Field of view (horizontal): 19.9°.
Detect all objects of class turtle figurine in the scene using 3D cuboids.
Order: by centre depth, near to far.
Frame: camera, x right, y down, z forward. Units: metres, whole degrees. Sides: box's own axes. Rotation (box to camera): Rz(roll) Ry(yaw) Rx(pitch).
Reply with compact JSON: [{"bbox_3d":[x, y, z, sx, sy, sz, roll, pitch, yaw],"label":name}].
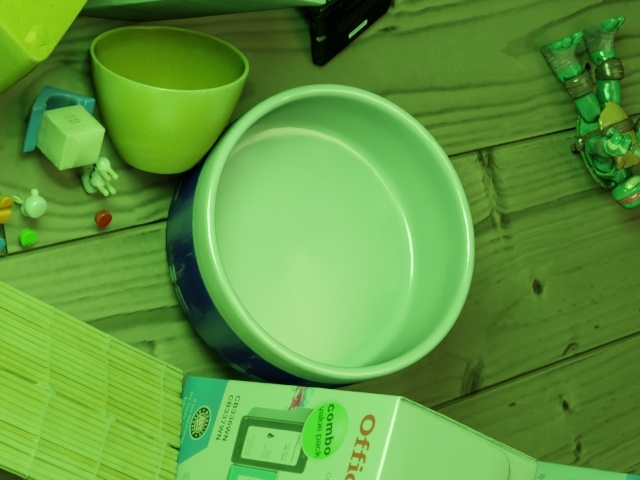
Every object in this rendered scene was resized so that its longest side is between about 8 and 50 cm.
[{"bbox_3d":[0.329,-0.121,2.003,0.175,0.118,0.234,-27,94,-56],"label":"turtle figurine"}]

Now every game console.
[{"bbox_3d":[0.009,-0.248,1.760,0.122,0.071,0.107,-43,149,-35],"label":"game console"}]

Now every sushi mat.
[{"bbox_3d":[-0.231,0.124,1.499,0.316,0.019,0.151,32,52,-41],"label":"sushi mat"}]

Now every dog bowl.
[{"bbox_3d":[0.000,0.000,1.629,0.265,0.104,0.265,6,76,-25],"label":"dog bowl"}]

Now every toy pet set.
[{"bbox_3d":[-0.229,-0.063,1.511,0.122,0.065,0.114,-14,135,-41],"label":"toy pet set"}]

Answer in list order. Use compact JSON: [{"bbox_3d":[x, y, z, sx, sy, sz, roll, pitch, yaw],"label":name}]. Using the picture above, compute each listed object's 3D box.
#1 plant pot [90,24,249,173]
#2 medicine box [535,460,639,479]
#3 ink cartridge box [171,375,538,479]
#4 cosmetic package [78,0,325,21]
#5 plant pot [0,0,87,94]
[{"bbox_3d":[-0.133,-0.114,1.555,0.134,0.134,0.095,-21,131,-42],"label":"plant pot"},{"bbox_3d":[0.183,0.351,1.740,0.263,0.289,0.149,-48,124,-33],"label":"medicine box"},{"bbox_3d":[0.010,0.245,1.584,0.197,0.270,0.198,29,70,-41],"label":"ink cartridge box"},{"bbox_3d":[-0.108,-0.248,1.491,0.107,0.238,0.127,2,92,-42],"label":"cosmetic package"},{"bbox_3d":[-0.271,-0.224,1.363,0.212,0.187,0.212,48,58,-33],"label":"plant pot"}]
